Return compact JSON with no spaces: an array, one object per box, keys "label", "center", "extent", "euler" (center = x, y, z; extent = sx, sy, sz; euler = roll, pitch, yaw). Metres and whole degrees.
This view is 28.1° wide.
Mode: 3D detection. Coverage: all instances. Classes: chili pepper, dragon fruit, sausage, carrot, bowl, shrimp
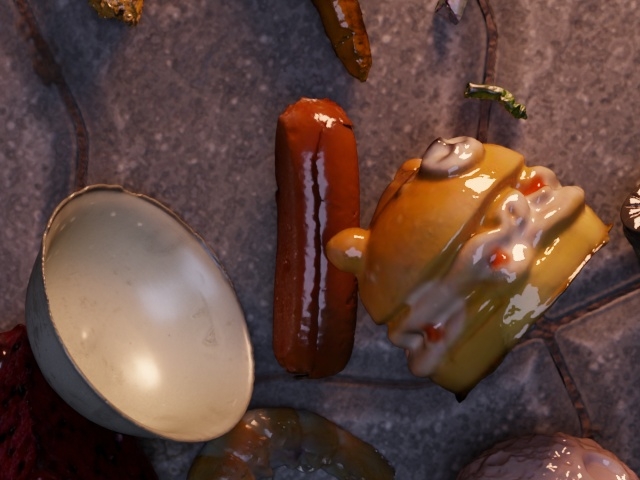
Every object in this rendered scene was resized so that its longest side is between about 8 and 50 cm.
[{"label":"chili pepper","center":[0.210,-0.166,1.507],"extent":[0.083,0.022,0.027],"euler":[23,62,-3]},{"label":"dragon fruit","center":[-0.379,0.269,1.435],"extent":[0.330,0.240,0.302],"euler":[-28,80,-5]},{"label":"sausage","center":[0.000,0.000,1.481],"extent":[0.102,0.102,0.330],"euler":[0,97,-1]},{"label":"carrot","center":[-0.006,-0.330,1.466],"extent":[0.066,0.066,0.314],"euler":[-19,99,1]},{"label":"bowl","center":[-0.229,0.106,1.428],"extent":[0.146,0.313,0.313],"euler":[-30,97,30]},{"label":"shrimp","center":[-0.053,0.289,1.524],"extent":[0.287,0.068,0.185],"euler":[-17,93,-19]}]

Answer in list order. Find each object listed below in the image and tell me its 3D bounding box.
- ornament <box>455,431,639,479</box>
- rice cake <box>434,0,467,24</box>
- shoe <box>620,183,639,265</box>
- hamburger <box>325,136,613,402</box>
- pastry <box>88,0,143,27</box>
[{"label":"ornament","center":[0.260,0.343,1.460],"extent":[0.259,0.225,0.259],"euler":[0,97,-2]},{"label":"rice cake","center":[0.175,-0.353,1.479],"extent":[0.033,0.033,0.208],"euler":[14,97,-12]},{"label":"shoe","center":[0.472,-0.052,1.494],"extent":[0.293,0.109,0.149],"euler":[-35,136,-15]},{"label":"hamburger","center":[0.157,0.009,1.415],"extent":[0.237,0.276,0.276],"euler":[41,94,6]},{"label":"pastry","center":[-0.231,-0.321,1.464],"extent":[0.080,0.056,0.140],"euler":[12,89,-10]}]
